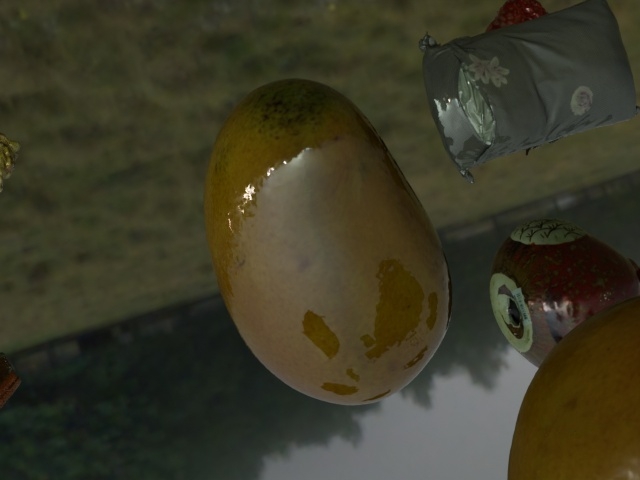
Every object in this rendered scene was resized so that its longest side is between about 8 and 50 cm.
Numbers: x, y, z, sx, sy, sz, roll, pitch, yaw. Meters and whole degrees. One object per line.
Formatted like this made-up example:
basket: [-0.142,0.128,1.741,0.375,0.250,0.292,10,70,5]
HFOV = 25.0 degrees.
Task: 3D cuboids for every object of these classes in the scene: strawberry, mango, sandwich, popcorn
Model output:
strawberry: [0.301,-0.256,2.284,0.175,0.236,0.107,-32,169,39]
mango: [0.312,0.268,1.337,0.300,0.445,0.232,14,177,19]
sandwich: [-0.415,0.180,1.808,0.069,0.026,0.101,5,-136,24]
popcorn: [-0.394,-0.092,1.723,0.057,0.083,0.082,22,138,-10]
mango: [0.000,0.000,1.499,0.221,0.378,0.264,-37,-140,-28]

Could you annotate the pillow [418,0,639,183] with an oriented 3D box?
pillow: [0.229,-0.171,1.532,0.255,0.169,0.059,-21,-175,-22]

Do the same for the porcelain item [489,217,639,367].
porcelain item: [0.381,0.076,2.129,0.253,0.253,0.253,-19,178,-1]
